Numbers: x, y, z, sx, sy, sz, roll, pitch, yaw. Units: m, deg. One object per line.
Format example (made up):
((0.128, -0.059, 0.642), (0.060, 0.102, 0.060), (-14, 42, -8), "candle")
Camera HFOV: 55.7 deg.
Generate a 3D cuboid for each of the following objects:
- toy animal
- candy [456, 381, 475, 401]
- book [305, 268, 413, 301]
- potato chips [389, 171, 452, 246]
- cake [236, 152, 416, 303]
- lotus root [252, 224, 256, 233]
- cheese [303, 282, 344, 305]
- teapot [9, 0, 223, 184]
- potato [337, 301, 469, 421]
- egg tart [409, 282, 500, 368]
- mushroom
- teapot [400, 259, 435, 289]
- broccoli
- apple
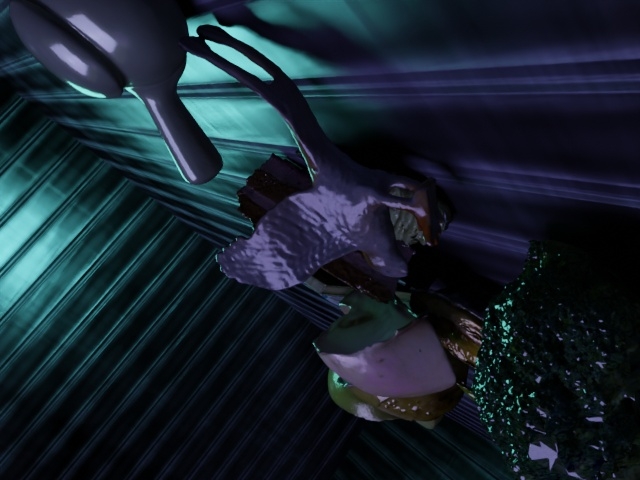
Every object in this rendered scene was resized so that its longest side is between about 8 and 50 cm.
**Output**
((0.008, -0.093, 0.688), (0.302, 0.225, 0.284), (18, 141, 31), "toy animal")
((0.333, 0.268, 0.946), (0.246, 0.069, 0.149), (24, 167, -42), "candy")
((0.048, 0.069, 1.139), (0.228, 0.024, 0.160), (9, -165, -39), "book")
((0.120, -0.030, 0.784), (0.092, 0.028, 0.207), (38, 166, 13), "potato chips")
((0.007, -0.016, 0.946), (0.295, 0.116, 0.113), (35, 176, 8), "cake")
((0.000, 0.000, 1.099), (0.258, 0.097, 0.110), (23, -170, 9), "lotus root")
((0.014, 0.081, 1.407), (0.204, 0.083, 0.320), (32, 169, 16), "cheese")
((-0.218, -0.213, 0.708), (0.318, 0.149, 0.220), (39, 170, -12), "teapot")
((0.180, 0.246, 1.217), (0.196, 0.246, 0.300), (40, 174, -8), "potato")
((0.247, 0.135, 0.941), (0.234, 0.094, 0.234), (36, 171, 6), "egg tart")
((0.094, 0.184, 0.951), (0.173, 0.162, 0.236), (62, 175, -16), "mushroom")
((0.155, 0.061, 1.021), (0.068, 0.045, 0.100), (21, 163, 44), "teapot")
((0.271, 0.126, 0.582), (0.245, 0.265, 0.294), (-2, 157, 11), "broccoli")
((0.181, 0.310, 1.455), (0.295, 0.233, 0.258), (20, 177, -18), "apple")
